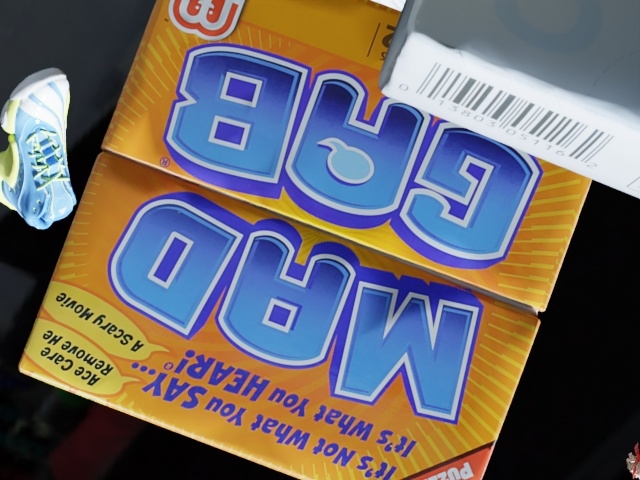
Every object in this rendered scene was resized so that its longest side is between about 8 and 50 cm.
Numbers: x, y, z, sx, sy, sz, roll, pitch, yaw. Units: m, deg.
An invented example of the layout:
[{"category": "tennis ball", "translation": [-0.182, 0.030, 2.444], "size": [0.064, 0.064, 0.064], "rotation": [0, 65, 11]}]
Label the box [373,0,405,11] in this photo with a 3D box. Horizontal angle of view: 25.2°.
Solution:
[{"category": "box", "translation": [0.030, -0.325, 1.600], "size": [0.119, 0.182, 0.181], "rotation": [-31, -145, 24]}]

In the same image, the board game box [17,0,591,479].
[{"category": "board game box", "translation": [0.000, 0.000, 1.238], "size": [0.356, 0.356, 0.356], "rotation": [89, 22, -88]}]

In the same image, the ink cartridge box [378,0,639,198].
[{"category": "ink cartridge box", "translation": [0.238, -0.207, 0.858], "size": [0.091, 0.308, 0.385], "rotation": [124, -14, -71]}]

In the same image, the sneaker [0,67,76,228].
[{"category": "sneaker", "translation": [-0.335, -0.104, 1.771], "size": [0.126, 0.091, 0.240], "rotation": [49, -37, 14]}]

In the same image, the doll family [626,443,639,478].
[{"category": "doll family", "translation": [0.455, 0.208, 1.603], "size": [0.263, 0.163, 0.118], "rotation": [-8, -87, 44]}]
